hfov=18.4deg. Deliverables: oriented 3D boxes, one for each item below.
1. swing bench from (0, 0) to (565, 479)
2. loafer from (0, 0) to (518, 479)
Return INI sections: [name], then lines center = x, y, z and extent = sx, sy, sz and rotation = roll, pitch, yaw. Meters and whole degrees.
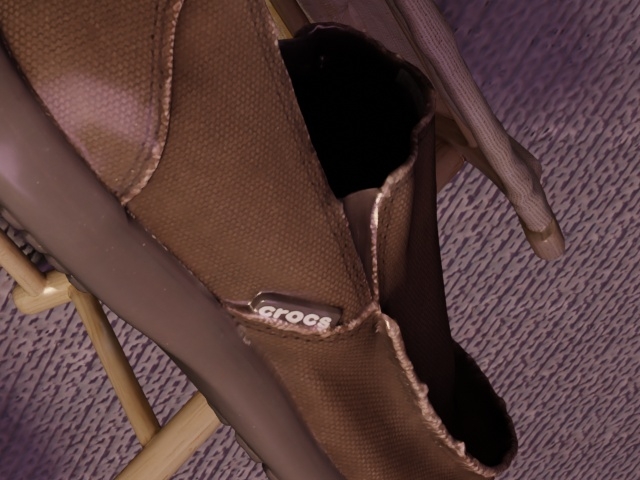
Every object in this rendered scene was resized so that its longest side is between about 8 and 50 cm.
[swing bench]
center = -0.061, -0.048, 0.859
extent = 0.255, 0.165, 0.253
rotation = -33, 142, 2
[loafer]
center = 0.000, 0.000, 0.708
extent = 0.130, 0.134, 0.366
rotation = -36, 142, 5
